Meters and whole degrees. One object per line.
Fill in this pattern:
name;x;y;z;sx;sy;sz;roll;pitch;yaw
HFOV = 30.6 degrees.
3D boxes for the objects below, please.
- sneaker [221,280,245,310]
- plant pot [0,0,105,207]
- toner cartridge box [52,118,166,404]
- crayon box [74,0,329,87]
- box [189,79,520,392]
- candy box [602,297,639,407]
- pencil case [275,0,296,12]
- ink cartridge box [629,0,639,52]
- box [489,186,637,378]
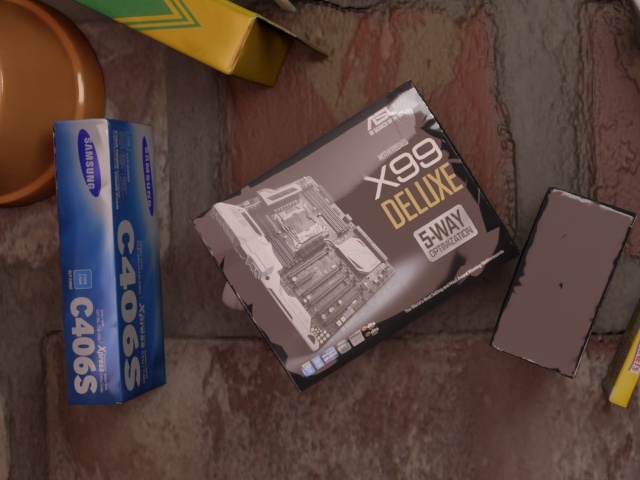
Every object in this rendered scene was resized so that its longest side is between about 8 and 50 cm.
sneaker;0.000;0.000;1.460;0.123;0.106;0.290;44;98;10
plant pot;-0.448;-0.186;1.500;0.291;0.203;0.290;0;92;11
toner cartridge box;-0.264;0.024;1.488;0.075;0.165;0.347;-2;92;11
crayon box;-0.161;-0.273;1.436;0.319;0.202;0.081;26;97;10
box;0.040;-0.006;1.381;0.307;0.076;0.242;-32;93;2
candy box;0.387;0.091;1.384;0.027;0.105;0.206;23;97;5
pencil case;-0.161;-0.452;1.444;0.410;0.160;0.183;34;103;11
ink cartridge box;0.547;-0.154;1.249;0.285;0.166;0.395;-27;66;10
box;0.274;0.039;1.326;0.103;0.261;0.184;18;95;11
